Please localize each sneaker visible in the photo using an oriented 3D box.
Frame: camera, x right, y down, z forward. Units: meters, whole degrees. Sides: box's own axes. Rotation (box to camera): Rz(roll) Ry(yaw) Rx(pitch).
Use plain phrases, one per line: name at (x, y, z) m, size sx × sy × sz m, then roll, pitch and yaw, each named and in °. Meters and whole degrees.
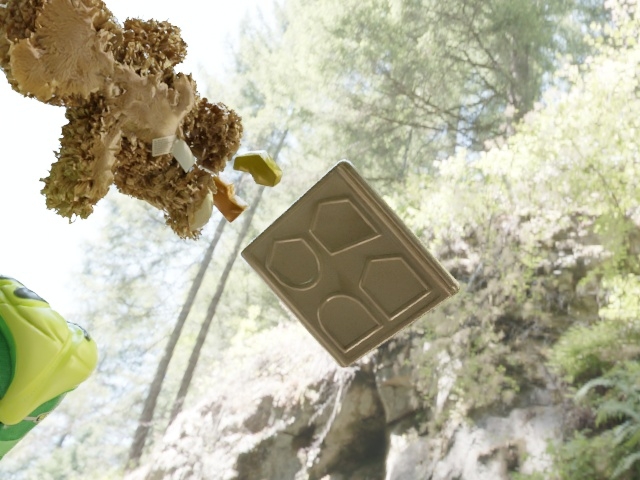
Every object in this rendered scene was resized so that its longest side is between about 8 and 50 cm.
sneaker at (-0.274, 0.083, 0.470) m, size 0.295 × 0.123 × 0.109 m, roll -3°, pitch -46°, yaw 44°

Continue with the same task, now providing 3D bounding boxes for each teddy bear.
teddy bear at (-0.202, -0.131, 0.710) m, size 0.113 × 0.245 × 0.338 m, roll 13°, pitch -1°, yaw 33°

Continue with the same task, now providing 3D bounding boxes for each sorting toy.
sorting toy at (0.000, 0.000, 0.872) m, size 0.307 × 0.041 × 0.229 m, roll 48°, pitch -55°, yaw -3°
